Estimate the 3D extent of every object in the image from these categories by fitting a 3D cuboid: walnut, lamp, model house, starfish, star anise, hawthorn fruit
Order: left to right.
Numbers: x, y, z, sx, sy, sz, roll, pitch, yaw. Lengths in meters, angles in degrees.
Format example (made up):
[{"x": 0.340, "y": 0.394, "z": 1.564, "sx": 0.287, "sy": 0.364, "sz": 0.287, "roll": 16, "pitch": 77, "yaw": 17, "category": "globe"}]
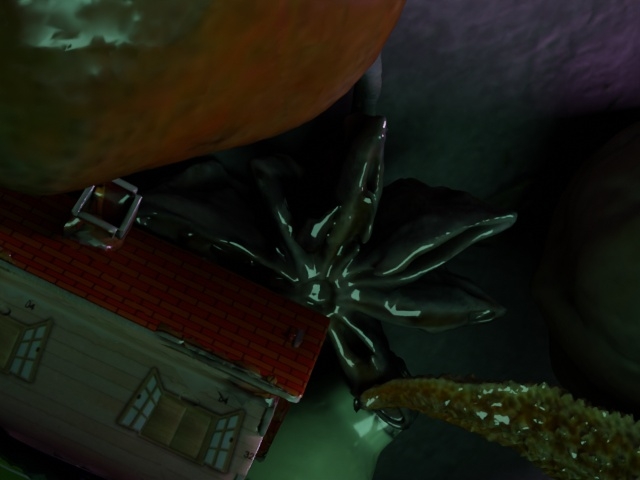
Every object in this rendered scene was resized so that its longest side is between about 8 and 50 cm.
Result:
[{"x": -0.084, "y": -0.177, "z": 0.729, "sx": 0.267, "sy": 0.268, "sz": 0.301, "roll": -6, "pitch": 126, "yaw": -21, "category": "hawthorn fruit"}, {"x": -0.111, "y": 0.073, "z": 0.976, "sx": 0.294, "sy": 0.154, "sz": 0.207, "roll": 26, "pitch": 159, "yaw": 0, "category": "model house"}, {"x": -0.048, "y": 0.150, "z": 1.112, "sx": 0.250, "sy": 0.101, "sz": 0.101, "roll": -39, "pitch": 132, "yaw": 3, "category": "lamp"}, {"x": 0.000, "y": -0.001, "z": 1.024, "sx": 0.209, "sy": 0.089, "sz": 0.231, "roll": 28, "pitch": 111, "yaw": -25, "category": "star anise"}, {"x": 0.192, "y": 0.189, "z": 1.025, "sx": 0.301, "sy": 0.084, "sz": 0.294, "roll": -9, "pitch": 118, "yaw": 15, "category": "starfish"}, {"x": 0.223, "y": 0.018, "z": 1.072, "sx": 0.224, "sy": 0.224, "sz": 0.224, "roll": -13, "pitch": 130, "yaw": -15, "category": "walnut"}]
